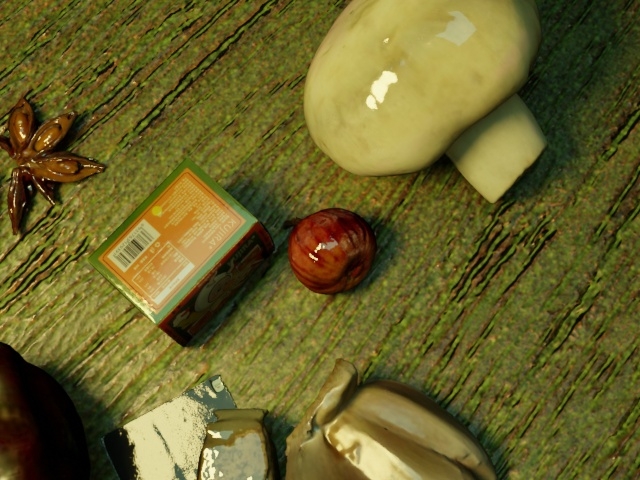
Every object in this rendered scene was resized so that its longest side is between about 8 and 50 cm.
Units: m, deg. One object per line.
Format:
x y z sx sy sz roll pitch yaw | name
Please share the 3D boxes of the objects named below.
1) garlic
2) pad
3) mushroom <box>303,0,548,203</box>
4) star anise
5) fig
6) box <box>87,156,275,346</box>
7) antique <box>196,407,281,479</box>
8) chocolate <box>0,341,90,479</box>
0.087 0.321 1.454 0.325 0.132 0.279 42 71 6 | garlic
-0.200 0.281 1.570 0.193 0.004 0.116 -29 77 -4 | pad
0.151 -0.222 1.511 0.353 0.325 0.353 0 69 -1 | mushroom
-0.404 -0.124 1.664 0.157 0.053 0.212 -15 73 0 | star anise
0.015 0.006 1.575 0.128 0.128 0.150 -10 35 1 | fig
-0.183 0.023 1.547 0.148 0.177 0.195 41 82 13 | box
-0.105 0.363 1.479 0.150 0.125 0.284 -3 77 2 | antique
-0.468 0.284 1.405 0.331 0.383 0.384 -14 75 1 | chocolate
